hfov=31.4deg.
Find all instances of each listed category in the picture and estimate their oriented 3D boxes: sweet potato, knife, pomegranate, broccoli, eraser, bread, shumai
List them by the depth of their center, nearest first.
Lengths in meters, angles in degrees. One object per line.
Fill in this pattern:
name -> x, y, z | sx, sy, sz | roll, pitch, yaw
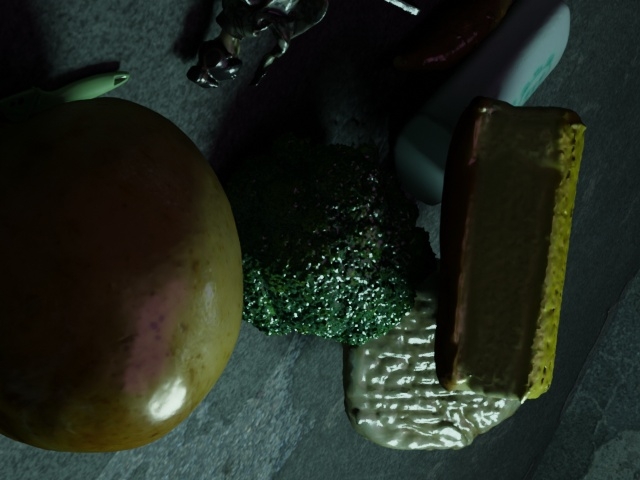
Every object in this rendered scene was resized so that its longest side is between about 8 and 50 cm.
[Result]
pomegranate -> -0.191, 0.035, 0.920 | 0.307, 0.307, 0.307 | -40, 147, -33
knife -> -0.243, -0.121, 0.982 | 0.207, 0.014, 0.030 | -29, 143, -43
broccoli -> 0.000, 0.000, 1.314 | 0.269, 0.261, 0.241 | 66, 20, -12
bread -> 0.217, 0.005, 1.332 | 0.323, 0.143, 0.333 | 6, 91, -79
sweet potato -> 0.201, -0.290, 1.497 | 0.314, 0.072, 0.066 | -41, 160, -29
eraser -> 0.223, -0.201, 1.579 | 0.290, 0.104, 0.189 | -48, 162, -23
shumai -> 0.156, 0.141, 1.634 | 0.314, 0.262, 0.267 | -18, 104, -7

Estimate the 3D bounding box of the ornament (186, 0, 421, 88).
ornament -> -0.047, -0.219, 1.103 | 0.153, 0.166, 0.196 | 18, 121, -41
